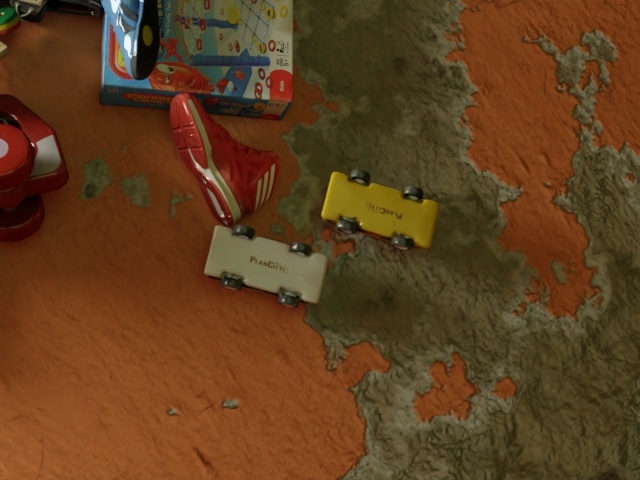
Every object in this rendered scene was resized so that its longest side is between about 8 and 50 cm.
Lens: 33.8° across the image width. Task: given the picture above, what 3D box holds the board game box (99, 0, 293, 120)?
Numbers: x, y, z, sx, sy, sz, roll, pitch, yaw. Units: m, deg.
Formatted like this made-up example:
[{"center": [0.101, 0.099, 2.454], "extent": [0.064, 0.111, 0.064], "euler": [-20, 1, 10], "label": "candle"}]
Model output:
[{"center": [-0.199, -0.365, 1.714], "extent": [0.302, 0.086, 0.308], "euler": [3, 76, -15], "label": "board game box"}]

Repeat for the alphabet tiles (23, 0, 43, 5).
[{"center": [-0.444, -0.456, 1.616], "extent": [0.237, 0.009, 0.198], "euler": [13, 71, -10], "label": "alphabet tiles"}]

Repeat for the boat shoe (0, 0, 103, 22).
[{"center": [-0.459, -0.381, 1.647], "extent": [0.233, 0.084, 0.079], "euler": [-7, 92, -15], "label": "boat shoe"}]

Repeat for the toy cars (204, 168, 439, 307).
[{"center": [0.000, 0.000, 1.688], "extent": [0.394, 0.087, 0.176], "euler": [-25, 87, -16], "label": "toy cars"}]

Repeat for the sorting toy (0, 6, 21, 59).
[{"center": [-0.541, -0.248, 1.549], "extent": [0.274, 0.132, 0.046], "euler": [-36, 133, -21], "label": "sorting toy"}]

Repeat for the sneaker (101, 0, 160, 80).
[{"center": [-0.296, -0.346, 1.610], "extent": [0.082, 0.069, 0.209], "euler": [-3, 86, 17], "label": "sneaker"}]

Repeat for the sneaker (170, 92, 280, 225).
[{"center": [-0.147, -0.146, 1.676], "extent": [0.128, 0.087, 0.221], "euler": [-30, 110, -30], "label": "sneaker"}]

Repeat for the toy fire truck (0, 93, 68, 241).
[{"center": [-0.537, -0.126, 1.535], "extent": [0.302, 0.169, 0.254], "euler": [-16, 61, -16], "label": "toy fire truck"}]
